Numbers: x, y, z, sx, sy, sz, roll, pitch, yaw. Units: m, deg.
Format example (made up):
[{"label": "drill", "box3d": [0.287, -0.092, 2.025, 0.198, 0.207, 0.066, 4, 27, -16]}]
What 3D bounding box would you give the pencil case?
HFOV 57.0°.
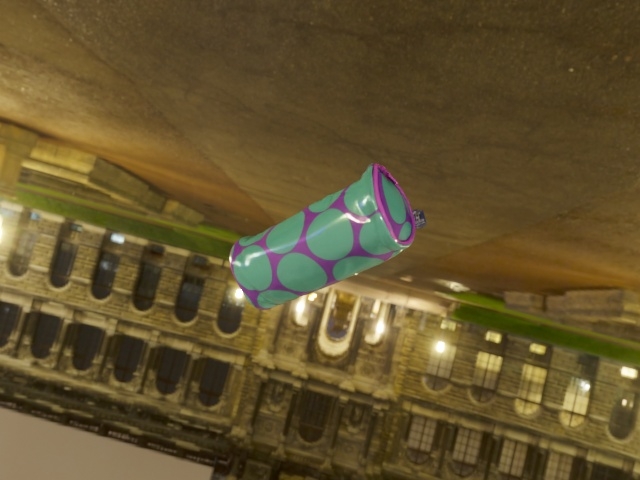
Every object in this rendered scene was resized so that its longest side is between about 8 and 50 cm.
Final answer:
[{"label": "pencil case", "box3d": [0.000, 0.000, 0.453, 0.151, 0.070, 0.064, -26, 130, 32]}]
